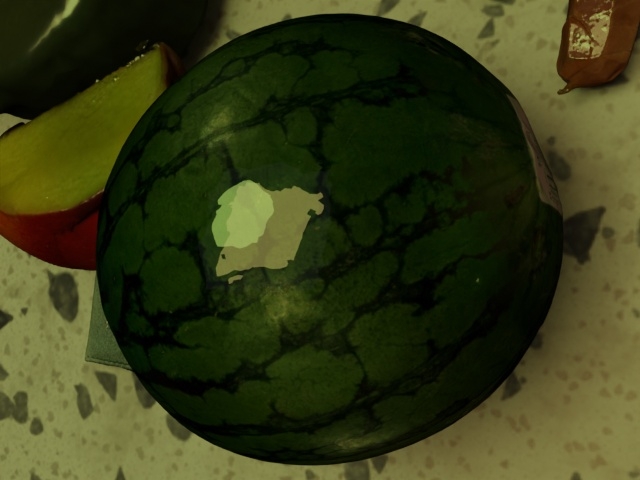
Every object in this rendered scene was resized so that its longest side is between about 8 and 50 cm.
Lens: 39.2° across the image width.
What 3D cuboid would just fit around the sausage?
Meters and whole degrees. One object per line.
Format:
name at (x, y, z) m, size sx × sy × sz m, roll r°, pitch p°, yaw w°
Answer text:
sausage at (0.235, -0.203, 0.748) m, size 0.065 × 0.065 × 0.169 m, roll 9°, pitch 89°, yaw 27°

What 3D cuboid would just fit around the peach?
peach at (-0.215, -0.046, 0.874) m, size 0.267 × 0.159 × 0.154 m, roll -26°, pitch 51°, yaw 11°

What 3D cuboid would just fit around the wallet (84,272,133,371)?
wallet at (-0.149, 0.062, 0.931) m, size 0.222 × 0.036 × 0.167 m, roll 6°, pitch 88°, yaw 27°

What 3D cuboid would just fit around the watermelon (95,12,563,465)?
watermelon at (0.000, 0.000, 0.701) m, size 0.363 × 0.363 × 0.363 m, roll -2°, pitch 85°, yaw 26°

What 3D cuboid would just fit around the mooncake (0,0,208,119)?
mooncake at (-0.284, -0.298, 0.945) m, size 0.356 × 0.194 × 0.356 m, roll -5°, pitch 80°, yaw 27°
